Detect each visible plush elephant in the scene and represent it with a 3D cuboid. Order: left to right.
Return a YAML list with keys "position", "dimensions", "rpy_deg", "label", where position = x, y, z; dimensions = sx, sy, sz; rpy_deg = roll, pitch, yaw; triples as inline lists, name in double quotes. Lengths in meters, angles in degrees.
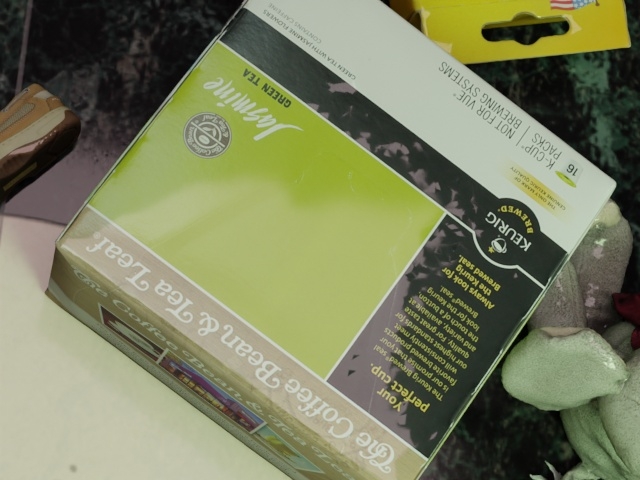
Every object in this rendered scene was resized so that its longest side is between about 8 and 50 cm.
- position: [0.292, 0.115, 1.398]
  dimensions: [0.272, 0.255, 0.330]
  rpy_deg: [33, 74, -3]
  label: "plush elephant"

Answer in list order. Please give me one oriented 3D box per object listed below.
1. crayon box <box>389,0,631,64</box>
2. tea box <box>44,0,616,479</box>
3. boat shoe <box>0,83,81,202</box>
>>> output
- position: [0.153, -0.308, 1.548]
  dimensions: [0.202, 0.081, 0.318]
  rpy_deg: [-6, 79, -13]
  label: "crayon box"
- position: [0.000, 0.000, 1.381]
  dimensions: [0.329, 0.220, 0.323]
  rpy_deg: [38, 73, -2]
  label: "tea box"
- position: [-0.295, -0.065, 1.422]
  dimensions: [0.190, 0.068, 0.072]
  rpy_deg: [-38, 76, -26]
  label: "boat shoe"
